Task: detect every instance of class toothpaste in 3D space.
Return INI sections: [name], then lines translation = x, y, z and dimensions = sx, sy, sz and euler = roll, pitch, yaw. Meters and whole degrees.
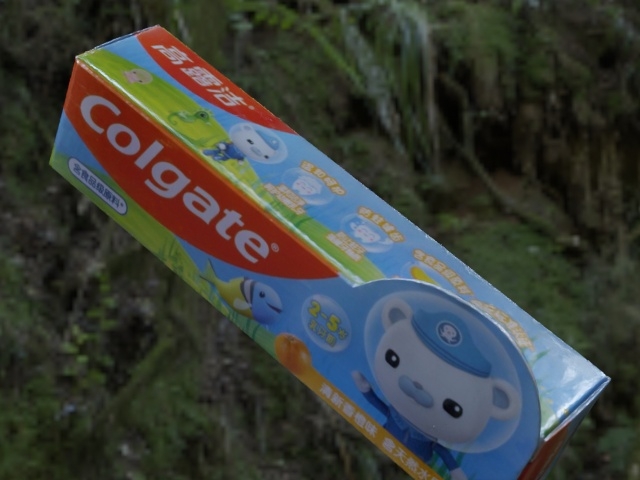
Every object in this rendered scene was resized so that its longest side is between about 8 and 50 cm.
[toothpaste]
translation = 0.000, 0.000, 0.446
dimensions = 0.044, 0.193, 0.070
euler = -31, -27, -45
